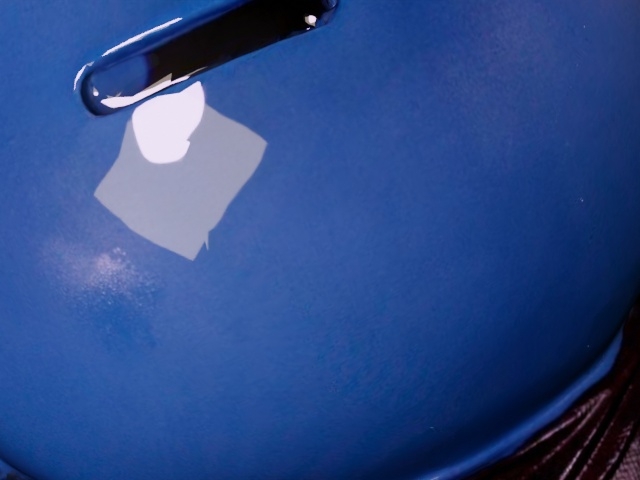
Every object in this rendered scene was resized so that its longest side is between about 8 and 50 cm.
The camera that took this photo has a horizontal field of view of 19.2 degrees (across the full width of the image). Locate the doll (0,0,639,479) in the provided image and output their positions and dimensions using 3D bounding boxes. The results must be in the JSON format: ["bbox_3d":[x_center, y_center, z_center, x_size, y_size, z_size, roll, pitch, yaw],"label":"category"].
[{"bbox_3d":[0.000,0.000,0.521,0.284,0.240,0.310,-25,103,0],"label":"doll"}]
